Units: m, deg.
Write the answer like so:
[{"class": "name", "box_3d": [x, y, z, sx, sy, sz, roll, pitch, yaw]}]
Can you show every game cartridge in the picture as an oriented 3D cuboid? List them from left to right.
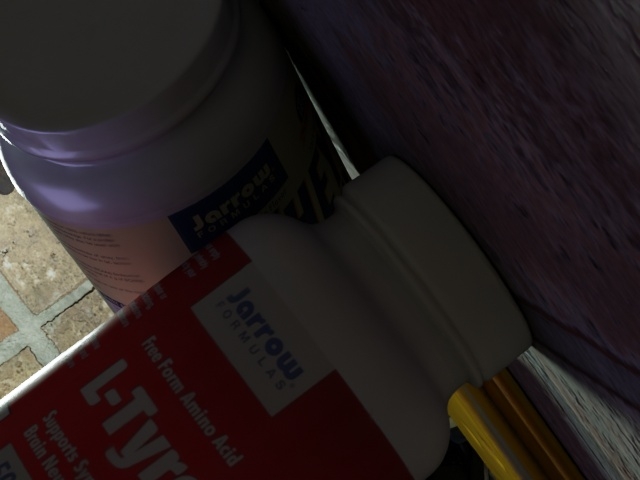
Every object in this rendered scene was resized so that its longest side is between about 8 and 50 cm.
[{"class": "game cartridge", "box_3d": [0.163, 0.170, 1.571, 0.285, 0.053, 0.324, 54, 178, -12]}]

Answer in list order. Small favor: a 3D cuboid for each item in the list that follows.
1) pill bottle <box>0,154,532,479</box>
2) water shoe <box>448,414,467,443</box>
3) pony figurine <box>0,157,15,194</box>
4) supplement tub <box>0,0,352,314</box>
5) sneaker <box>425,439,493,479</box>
[{"class": "pill bottle", "box_3d": [-0.060, 0.129, 1.179, 0.229, 0.408, 0.229, 52, 176, 6]}, {"class": "water shoe", "box_3d": [0.107, 0.163, 1.919, 0.203, 0.073, 0.080, 50, 177, 46]}, {"class": "pony figurine", "box_3d": [-0.302, -0.265, 1.884, 0.363, 0.303, 0.351, -108, -4, -52]}, {"class": "supplement tub", "box_3d": [-0.113, -0.065, 1.323, 0.235, 0.235, 0.325, 50, 173, 39]}, {"class": "sneaker", "box_3d": [0.178, 0.315, 2.193, 0.447, 0.169, 0.257, -111, 9, -72]}]
